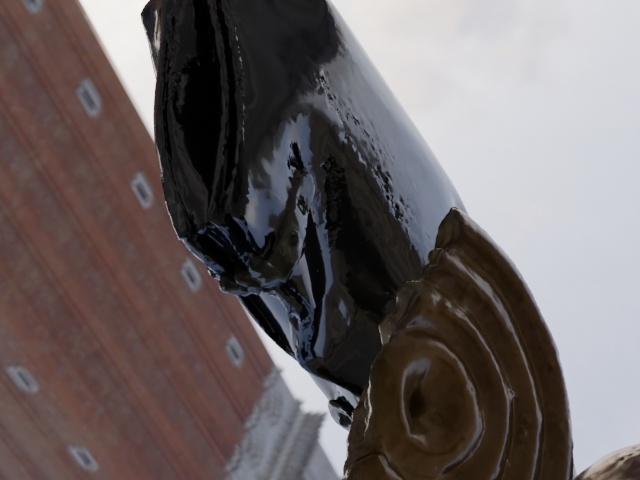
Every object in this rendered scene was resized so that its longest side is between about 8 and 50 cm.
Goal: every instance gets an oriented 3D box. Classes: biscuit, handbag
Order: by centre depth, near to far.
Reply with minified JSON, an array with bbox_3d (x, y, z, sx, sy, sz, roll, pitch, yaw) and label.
[{"bbox_3d":[0.068,0.102,0.637,0.033,0.144,0.224,-21,-148,47],"label":"biscuit"},{"bbox_3d":[0.000,0.000,0.891,0.152,0.342,0.288,-30,-152,17],"label":"handbag"}]

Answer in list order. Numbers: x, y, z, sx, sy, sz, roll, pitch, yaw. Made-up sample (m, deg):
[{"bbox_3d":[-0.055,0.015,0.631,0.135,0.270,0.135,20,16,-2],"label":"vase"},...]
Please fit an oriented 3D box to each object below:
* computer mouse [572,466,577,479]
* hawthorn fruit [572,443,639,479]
[{"bbox_3d":[0.147,0.248,1.126,0.145,0.236,0.082,-5,-169,12],"label":"computer mouse"},{"bbox_3d":[0.271,0.296,0.909,0.403,0.403,0.403,-15,-140,13],"label":"hawthorn fruit"}]
